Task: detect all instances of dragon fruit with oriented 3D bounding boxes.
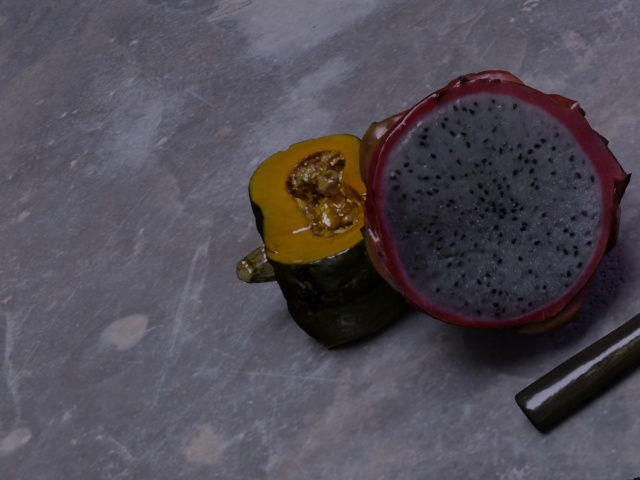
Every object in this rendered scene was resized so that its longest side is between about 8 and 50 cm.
[{"bbox_3d":[0.187,-0.042,1.981,0.305,0.305,0.226,-32,4,0],"label":"dragon fruit"}]

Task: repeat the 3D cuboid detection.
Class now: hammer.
[{"bbox_3d":[0.397,0.061,1.854,0.440,0.044,0.168,-34,31,-2],"label":"hammer"}]

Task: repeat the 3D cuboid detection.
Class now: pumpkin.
[{"bbox_3d":[0.000,0.000,2.178,0.221,0.139,0.317,-28,34,2],"label":"pumpkin"}]

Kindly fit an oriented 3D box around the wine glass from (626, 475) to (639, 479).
[{"bbox_3d":[0.385,0.145,1.620,0.190,0.190,0.357,-4,45,36],"label":"wine glass"}]
